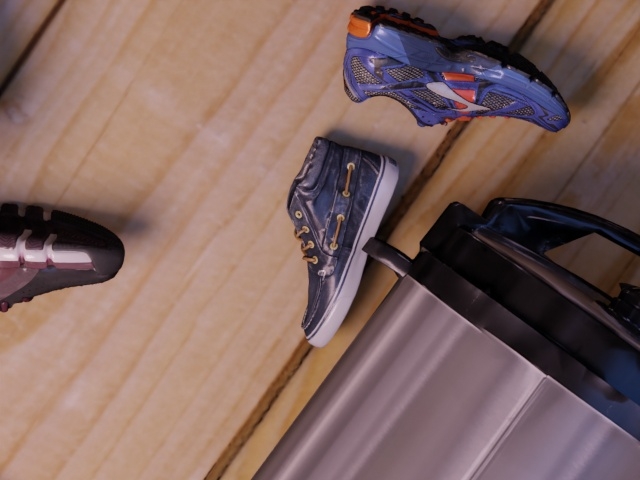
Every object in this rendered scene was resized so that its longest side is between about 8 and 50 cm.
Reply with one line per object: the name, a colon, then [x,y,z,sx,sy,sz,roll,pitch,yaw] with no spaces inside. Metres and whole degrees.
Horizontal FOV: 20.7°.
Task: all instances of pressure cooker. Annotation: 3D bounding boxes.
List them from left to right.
pressure cooker: [0.180,0.188,1.478,0.370,0.375,0.420,34,92,-36]

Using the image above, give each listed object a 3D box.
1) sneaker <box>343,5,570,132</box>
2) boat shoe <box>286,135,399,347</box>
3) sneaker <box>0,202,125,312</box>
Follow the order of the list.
sneaker: [0.118,-0.138,1.563,0.221,0.083,0.087,18,112,-9]
boat shoe: [0.000,0.000,1.575,0.083,0.065,0.183,20,93,-11]
sneaker: [-0.311,0.056,1.512,0.281,0.106,0.162,4,107,-1]
